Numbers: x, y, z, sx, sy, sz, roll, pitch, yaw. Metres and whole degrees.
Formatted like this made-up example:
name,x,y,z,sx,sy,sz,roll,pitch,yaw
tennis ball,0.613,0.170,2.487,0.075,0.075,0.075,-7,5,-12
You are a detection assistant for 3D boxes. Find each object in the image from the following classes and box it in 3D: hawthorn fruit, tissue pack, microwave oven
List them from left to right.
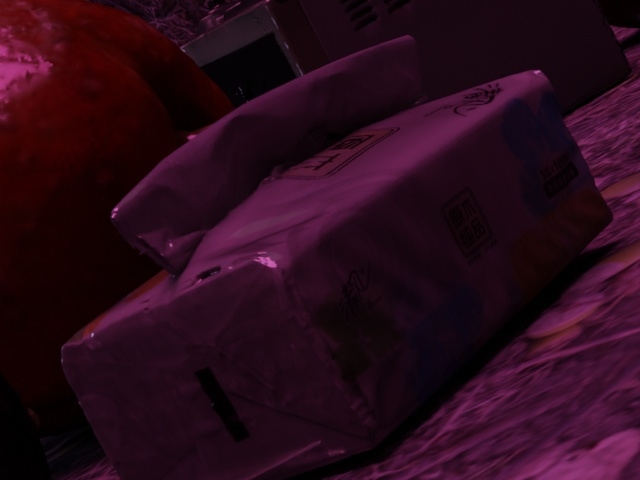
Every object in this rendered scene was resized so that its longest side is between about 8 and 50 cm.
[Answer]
name,x,y,z,sx,sy,sz,roll,pitch,yaw
hawthorn fruit,-0.150,-0.030,1.082,0.330,0.287,0.287,-20,9,19
tissue pack,0.000,0.000,0.819,0.159,0.145,0.229,-23,9,43
microwave oven,0.043,-0.160,1.515,0.286,0.218,0.355,-31,8,-16

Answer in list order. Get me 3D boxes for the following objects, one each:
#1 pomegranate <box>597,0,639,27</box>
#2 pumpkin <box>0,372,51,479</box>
name,x,y,z,sx,sy,sz,roll,pitch,yaw
pomegranate,0.315,-0.275,1.611,0.210,0.180,0.180,15,22,16
pumpkin,-0.246,0.119,0.657,0.300,0.207,0.300,-28,7,4
